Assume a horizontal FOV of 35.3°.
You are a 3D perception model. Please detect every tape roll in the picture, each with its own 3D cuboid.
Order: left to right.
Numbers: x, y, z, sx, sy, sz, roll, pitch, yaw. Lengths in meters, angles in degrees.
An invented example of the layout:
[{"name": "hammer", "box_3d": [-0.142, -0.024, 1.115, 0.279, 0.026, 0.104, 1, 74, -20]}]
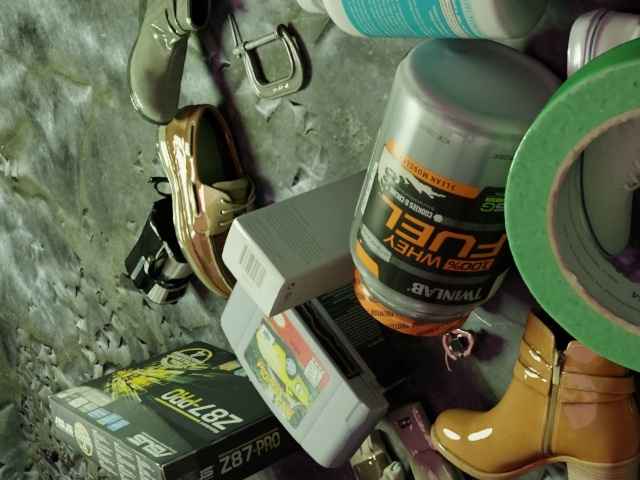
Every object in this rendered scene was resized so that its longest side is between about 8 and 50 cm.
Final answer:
[{"name": "tape roll", "box_3d": [0.330, -0.024, 0.901, 0.321, 0.077, 0.321, 13, 123, 22]}]

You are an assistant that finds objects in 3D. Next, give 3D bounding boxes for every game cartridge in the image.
[{"name": "game cartridge", "box_3d": [-0.033, 0.170, 1.418, 0.294, 0.060, 0.196, 52, 144, 22]}]

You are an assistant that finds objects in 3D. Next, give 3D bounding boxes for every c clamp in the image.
[{"name": "c clamp", "box_3d": [-0.081, -0.272, 1.464, 0.161, 0.022, 0.137, 3, 109, 53]}]

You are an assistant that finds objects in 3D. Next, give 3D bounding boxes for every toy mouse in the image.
[{"name": "toy mouse", "box_3d": [0.180, 0.097, 1.303, 0.143, 0.031, 0.161, 0, 108, 53]}]

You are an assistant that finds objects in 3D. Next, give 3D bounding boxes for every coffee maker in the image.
[{"name": "coffee maker", "box_3d": [-0.273, 0.005, 1.800, 0.178, 0.120, 0.171, -49, 45, 50]}]

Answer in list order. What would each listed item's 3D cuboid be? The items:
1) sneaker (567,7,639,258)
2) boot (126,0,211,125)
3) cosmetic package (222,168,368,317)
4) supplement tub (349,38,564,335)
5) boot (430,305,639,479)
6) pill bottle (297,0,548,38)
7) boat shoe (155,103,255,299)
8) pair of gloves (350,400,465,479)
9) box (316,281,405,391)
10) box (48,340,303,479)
[{"name": "sneaker", "box_3d": [0.297, -0.098, 0.995, 0.091, 0.094, 0.258, 14, 121, 44]}, {"name": "boot", "box_3d": [-0.224, -0.309, 1.530, 0.161, 0.084, 0.246, -12, 75, 56]}, {"name": "cosmetic package", "box_3d": [0.000, 0.000, 1.316, 0.117, 0.231, 0.085, 51, 141, 24]}, {"name": "supplement tub", "box_3d": [0.144, -0.052, 1.134, 0.193, 0.194, 0.316, 44, 138, 31]}, {"name": "boot", "box_3d": [0.245, 0.184, 1.191, 0.283, 0.109, 0.220, 15, 120, 47]}, {"name": "pill bottle", "box_3d": [0.099, -0.288, 1.063, 0.264, 0.146, 0.146, 8, 115, 33]}, {"name": "boat shoe", "box_3d": [-0.166, -0.065, 1.602, 0.120, 0.123, 0.323, -18, 92, 49]}, {"name": "pair of gloves", "box_3d": [0.132, 0.357, 1.492, 0.204, 0.042, 0.240, 62, 142, 15]}, {"name": "box", "box_3d": [0.008, 0.144, 1.487, 0.153, 0.108, 0.207, -29, 83, 54]}, {"name": "box", "box_3d": [-0.227, 0.296, 1.695, 0.395, 0.318, 0.097, 13, 118, 50]}]
